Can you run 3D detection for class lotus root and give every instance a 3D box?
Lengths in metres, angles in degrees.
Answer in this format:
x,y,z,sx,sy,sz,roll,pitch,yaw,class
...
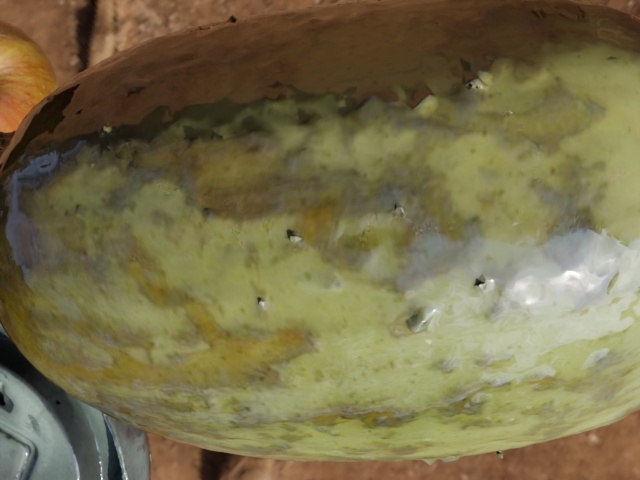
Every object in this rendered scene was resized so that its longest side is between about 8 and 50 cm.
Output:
x,y,z,sx,sy,sz,roll,pitch,yaw,class
0.000,0.000,0.475,0.309,0.173,0.173,-6,123,14,lotus root

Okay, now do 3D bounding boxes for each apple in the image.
x,y,z,sx,sy,sz,roll,pitch,yaw,class
-0.324,-0.119,1.235,0.199,0.199,0.199,23,136,24,apple

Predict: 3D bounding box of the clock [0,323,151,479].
x,y,z,sx,sy,sz,roll,pitch,yaw,class
-0.206,0.130,0.848,0.215,0.042,0.215,7,111,20,clock
